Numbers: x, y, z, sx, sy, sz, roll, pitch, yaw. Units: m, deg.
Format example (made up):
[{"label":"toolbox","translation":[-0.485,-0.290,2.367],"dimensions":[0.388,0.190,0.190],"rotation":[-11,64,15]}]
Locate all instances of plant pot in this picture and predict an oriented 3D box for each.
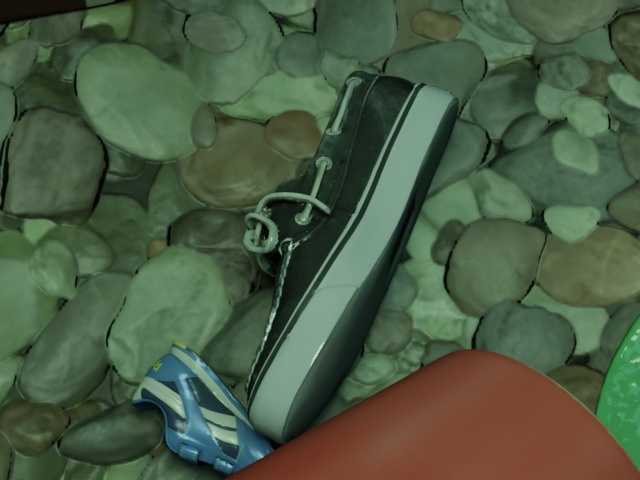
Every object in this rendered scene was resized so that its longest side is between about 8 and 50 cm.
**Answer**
[{"label":"plant pot","translation":[0.056,0.209,0.772],"dimensions":[0.243,0.275,0.275],"rotation":[-37,76,-27]}]

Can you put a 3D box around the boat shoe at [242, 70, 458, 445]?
[{"label":"boat shoe","translation":[0.000,-0.003,0.917],"dimensions":[0.105,0.113,0.306],"rotation":[20,64,11]}]

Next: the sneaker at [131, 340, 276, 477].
[{"label":"sneaker","translation":[-0.072,0.137,0.890],"dimensions":[0.059,0.053,0.144],"rotation":[-40,72,-12]}]

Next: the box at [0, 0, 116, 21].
[{"label":"box","translation":[-0.246,-0.296,0.980],"dimensions":[0.167,0.168,0.203],"rotation":[-12,69,-10]}]

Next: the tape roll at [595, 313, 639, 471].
[{"label":"tape roll","translation":[0.340,0.147,0.847],"dimensions":[0.321,0.077,0.321],"rotation":[-1,84,12]}]
